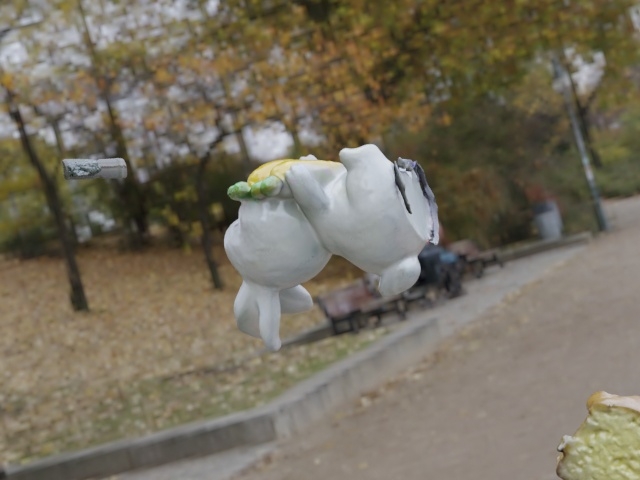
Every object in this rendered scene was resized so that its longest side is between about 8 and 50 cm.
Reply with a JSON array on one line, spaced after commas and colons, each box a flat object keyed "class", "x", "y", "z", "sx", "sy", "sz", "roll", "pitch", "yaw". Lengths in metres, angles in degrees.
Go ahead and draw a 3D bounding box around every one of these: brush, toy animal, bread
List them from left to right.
[{"class": "brush", "x": -0.349, "y": -0.115, "z": 2.119, "sx": 0.027, "sy": 0.034, "sz": 0.190, "roll": -10, "pitch": 0, "yaw": 20}, {"class": "toy animal", "x": -0.002, "y": -0.007, "z": 1.808, "sx": 0.310, "sy": 0.247, "sz": 0.183, "roll": -22, "pitch": 17, "yaw": 16}, {"class": "bread", "x": 0.378, "y": 0.261, "z": 1.500, "sx": 0.143, "sy": 0.229, "sz": 0.139, "roll": -55, "pitch": -5, "yaw": 11}]
